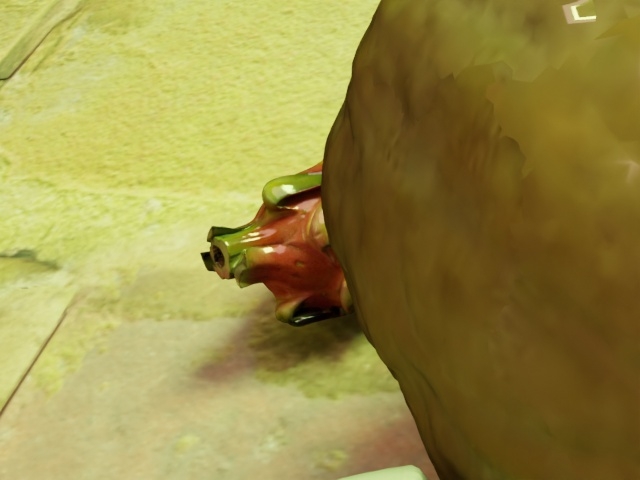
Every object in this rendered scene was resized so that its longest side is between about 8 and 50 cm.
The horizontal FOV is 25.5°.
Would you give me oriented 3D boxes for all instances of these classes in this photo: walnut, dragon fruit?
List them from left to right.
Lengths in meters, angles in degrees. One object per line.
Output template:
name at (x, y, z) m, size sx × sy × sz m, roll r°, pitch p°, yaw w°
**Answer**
dragon fruit at (-0.001, 0.002, 0.720) m, size 0.116 × 0.086 × 0.081 m, roll -22°, pitch 31°, yaw -21°
walnut at (0.165, -0.002, 0.497) m, size 0.306 × 0.306 × 0.344 m, roll -22°, pitch 30°, yaw -4°

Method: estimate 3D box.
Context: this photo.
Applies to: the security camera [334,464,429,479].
security camera at (-0.046, 0.190, 0.428) m, size 0.236 × 0.194 × 0.194 m, roll -21°, pitch 37°, yaw 3°
